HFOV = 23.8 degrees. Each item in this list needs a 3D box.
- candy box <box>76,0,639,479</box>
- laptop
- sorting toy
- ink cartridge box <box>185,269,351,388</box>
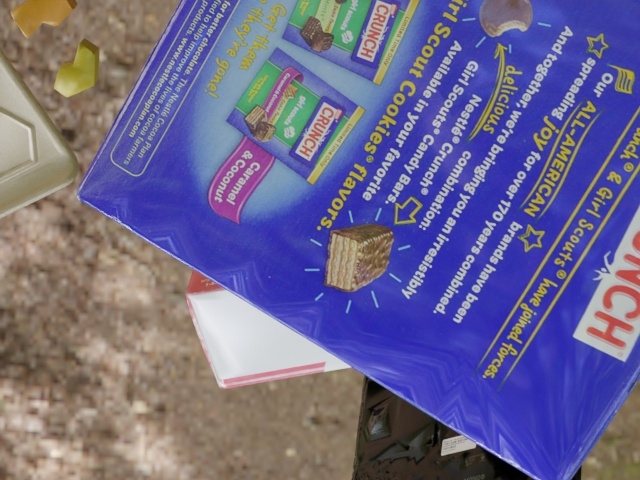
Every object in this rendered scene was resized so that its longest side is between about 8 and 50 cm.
[{"bbox_3d":[0.070,-0.057,0.856,0.317,0.122,0.268,32,100,6],"label":"candy box"},{"bbox_3d":[0.156,0.107,1.182,0.136,0.264,0.234,27,146,-32],"label":"laptop"},{"bbox_3d":[-0.357,-0.143,1.605,0.307,0.041,0.229,-24,111,18],"label":"sorting toy"},{"bbox_3d":[0.000,0.000,1.137,0.159,0.218,0.092,-11,119,13],"label":"ink cartridge box"}]
